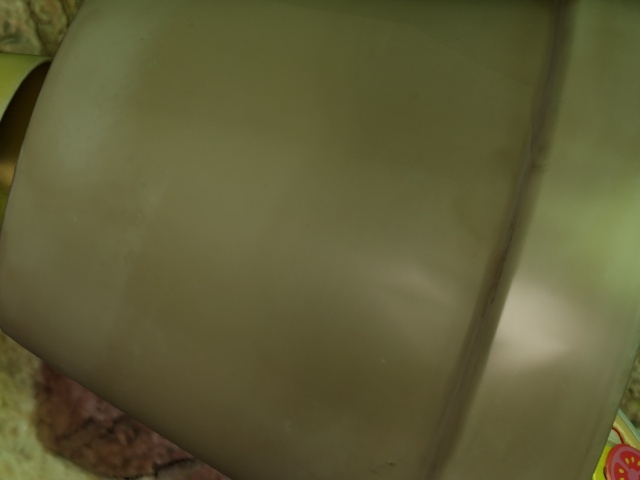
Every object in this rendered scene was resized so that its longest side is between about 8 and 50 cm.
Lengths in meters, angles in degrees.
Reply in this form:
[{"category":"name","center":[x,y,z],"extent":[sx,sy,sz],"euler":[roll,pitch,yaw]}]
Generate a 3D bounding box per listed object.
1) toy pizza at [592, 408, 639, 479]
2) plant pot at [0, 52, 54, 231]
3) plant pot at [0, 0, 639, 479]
[{"category":"toy pizza","center":[0.139,0.163,0.930],"extent":[0.201,0.032,0.201],"euler":[12,64,-25]},{"category":"plant pot","center":[-0.194,-0.038,0.782],"extent":[0.095,0.134,0.134],"euler":[14,59,7]},{"category":"plant pot","center":[0.000,0.000,0.777],"extent":[0.280,0.323,0.323],"euler":[16,60,1]}]
